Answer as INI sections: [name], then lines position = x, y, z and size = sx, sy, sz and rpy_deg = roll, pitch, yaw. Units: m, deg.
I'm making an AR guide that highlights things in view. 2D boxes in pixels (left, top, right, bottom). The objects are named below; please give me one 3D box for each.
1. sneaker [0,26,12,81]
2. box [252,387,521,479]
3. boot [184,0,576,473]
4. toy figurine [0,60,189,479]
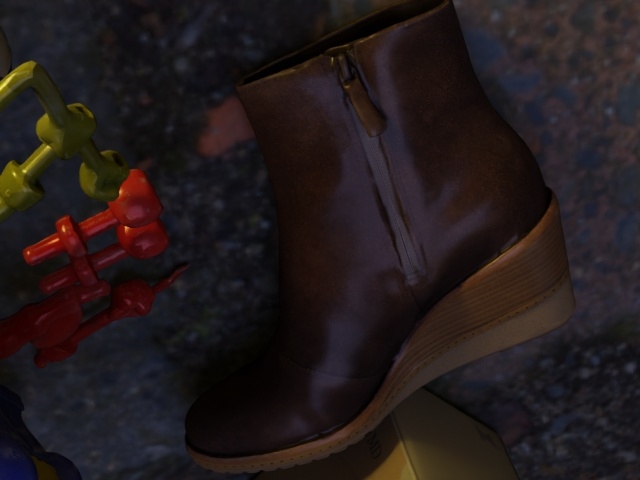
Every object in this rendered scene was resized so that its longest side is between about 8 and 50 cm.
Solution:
[sneaker]
position = -0.326, -0.042, 0.653
size = 0.384, 0.145, 0.147
rpy_deg = -17, 127, -4
[box]
position = -0.012, 0.239, 0.927
size = 0.121, 0.148, 0.311
rpy_deg = 33, 110, -30
[boot]
position = 0.000, 0.000, 0.818
size = 0.248, 0.090, 0.207
rpy_deg = -26, 114, 7
[toy figurine]
position = -0.118, 0.104, 0.657
size = 0.191, 0.217, 0.362
rpy_deg = -25, 166, -5
